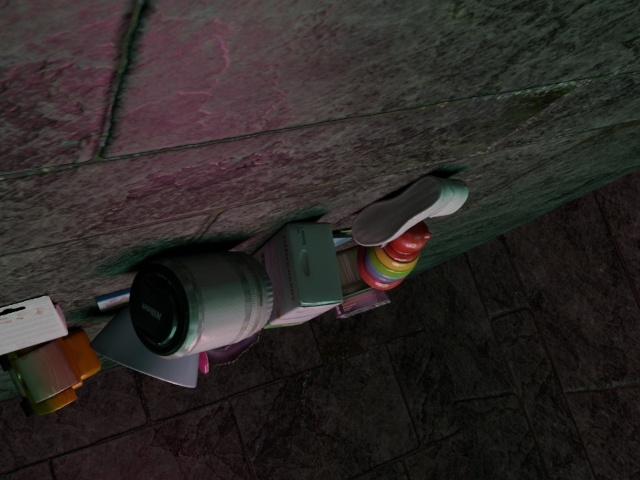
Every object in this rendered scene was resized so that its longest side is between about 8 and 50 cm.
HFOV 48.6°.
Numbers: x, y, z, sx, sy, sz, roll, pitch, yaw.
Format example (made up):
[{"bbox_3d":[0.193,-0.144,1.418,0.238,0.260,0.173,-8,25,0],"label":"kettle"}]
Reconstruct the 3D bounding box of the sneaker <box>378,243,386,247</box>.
[{"bbox_3d":[0.141,-0.038,1.908,0.098,0.083,0.223,5,166,-4],"label":"sneaker"}]

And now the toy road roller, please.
[{"bbox_3d":[-0.732,0.344,1.983,0.241,0.202,0.330,-27,-178,-36],"label":"toy road roller"}]

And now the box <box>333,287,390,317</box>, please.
[{"bbox_3d":[0.140,0.208,2.387,0.183,0.056,0.231,-20,171,5],"label":"box"}]

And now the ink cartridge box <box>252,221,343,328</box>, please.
[{"bbox_3d":[-0.062,0.090,1.733,0.117,0.201,0.278,-3,165,-24],"label":"ink cartridge box"}]

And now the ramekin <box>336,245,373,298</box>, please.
[{"bbox_3d":[0.100,0.122,2.448,0.304,0.148,0.303,-18,171,-3],"label":"ramekin"}]

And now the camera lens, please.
[{"bbox_3d":[-0.269,0.138,1.589,0.219,0.219,0.274,-26,168,37],"label":"camera lens"}]

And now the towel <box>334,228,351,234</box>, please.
[{"bbox_3d":[0.055,-0.017,1.985,0.060,0.009,0.083,-10,167,-38],"label":"towel"}]

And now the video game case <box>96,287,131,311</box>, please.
[{"bbox_3d":[-0.510,0.150,1.818,0.119,0.015,0.166,-16,170,-17],"label":"video game case"}]

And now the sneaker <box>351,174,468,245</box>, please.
[{"bbox_3d":[0.226,-0.066,1.738,0.293,0.108,0.169,-28,164,39],"label":"sneaker"}]

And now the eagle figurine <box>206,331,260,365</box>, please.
[{"bbox_3d":[-0.284,0.251,2.338,0.298,0.225,0.226,-42,179,41],"label":"eagle figurine"}]

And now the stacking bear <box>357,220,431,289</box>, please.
[{"bbox_3d":[0.227,0.020,2.089,0.175,0.164,0.289,26,149,-3],"label":"stacking bear"}]

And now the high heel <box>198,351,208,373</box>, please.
[{"bbox_3d":[-0.446,0.328,2.270,0.117,0.244,0.082,-22,180,-24],"label":"high heel"}]

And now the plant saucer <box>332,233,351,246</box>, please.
[{"bbox_3d":[0.000,0.000,1.915,0.067,0.018,0.192,-27,164,39],"label":"plant saucer"}]

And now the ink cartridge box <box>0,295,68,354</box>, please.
[{"bbox_3d":[-0.683,0.177,1.593,0.181,0.056,0.224,-16,152,-16],"label":"ink cartridge box"}]

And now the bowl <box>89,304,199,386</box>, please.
[{"bbox_3d":[-0.455,0.272,1.950,0.312,0.163,0.311,23,172,3],"label":"bowl"}]
